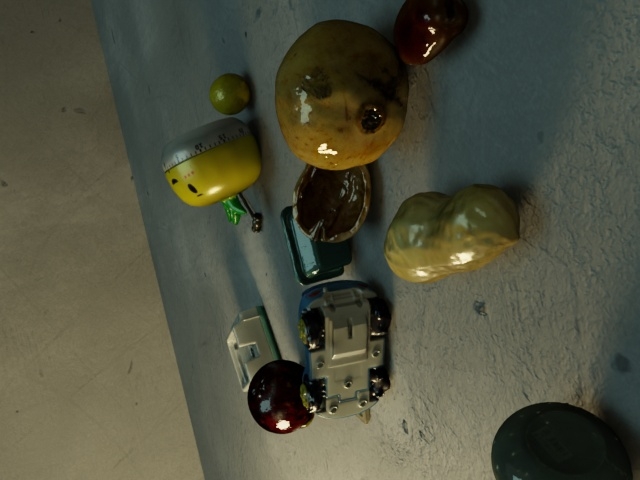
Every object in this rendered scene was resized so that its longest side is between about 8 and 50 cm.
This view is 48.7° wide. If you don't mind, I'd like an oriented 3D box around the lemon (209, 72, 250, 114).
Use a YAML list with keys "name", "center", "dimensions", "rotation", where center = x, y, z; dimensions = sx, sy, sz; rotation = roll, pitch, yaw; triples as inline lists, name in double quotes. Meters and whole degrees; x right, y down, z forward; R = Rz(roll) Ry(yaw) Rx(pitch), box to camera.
- name: "lemon"
  center: [-0.243, -0.390, 1.893]
  dimensions: [0.133, 0.109, 0.109]
  rotation: [-27, 77, 49]

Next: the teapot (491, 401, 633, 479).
- name: "teapot"
  center: [0.331, 0.359, 1.006]
  dimensions: [0.183, 0.183, 0.251]
  rotation: [49, 154, 45]

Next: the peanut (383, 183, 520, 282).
- name: "peanut"
  center: [0.194, -0.013, 1.128]
  dimensions: [0.319, 0.147, 0.148]
  rotation: [-29, 76, 67]

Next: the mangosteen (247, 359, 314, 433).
- name: "mangosteen"
  center: [-0.094, 0.416, 1.875]
  dimensions: [0.210, 0.209, 0.210]
  rotation: [40, 137, 52]

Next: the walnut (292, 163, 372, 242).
- name: "walnut"
  center: [0.039, -0.096, 1.446]
  dimensions: [0.167, 0.087, 0.211]
  rotation: [31, 111, 20]

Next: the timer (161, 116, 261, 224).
- name: "timer"
  center: [-0.270, -0.169, 1.900]
  dimensions: [0.285, 0.285, 0.285]
  rotation: [40, 137, 52]

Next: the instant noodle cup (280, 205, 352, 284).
- name: "instant noodle cup"
  center: [0.000, 0.000, 1.550]
  dimensions: [0.070, 0.157, 0.179]
  rotation: [-14, 90, 42]

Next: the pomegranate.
- name: "pomegranate"
  center: [0.033, -0.250, 1.229]
  dimensions: [0.260, 0.260, 0.261]
  rotation: [40, 137, 52]

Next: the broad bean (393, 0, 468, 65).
- name: "broad bean"
  center: [0.162, -0.332, 1.097]
  dimensions: [0.165, 0.084, 0.114]
  rotation: [152, 131, -68]

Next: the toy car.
- name: "toy car"
  center: [0.039, 0.233, 1.522]
  dimensions: [0.166, 0.198, 0.314]
  rotation: [-129, 33, -61]

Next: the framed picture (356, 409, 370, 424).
- name: "framed picture"
  center: [0.037, 0.296, 1.752]
  dimensions: [0.289, 0.016, 0.213]
  rotation: [29, 128, 58]

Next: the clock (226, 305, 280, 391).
- name: "clock"
  center: [-0.216, 0.362, 2.204]
  dimensions: [0.262, 0.116, 0.231]
  rotation: [71, 155, 15]

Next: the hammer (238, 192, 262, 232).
- name: "hammer"
  center: [-0.238, -0.134, 2.112]
  dimensions: [0.292, 0.029, 0.058]
  rotation: [56, 146, 40]
